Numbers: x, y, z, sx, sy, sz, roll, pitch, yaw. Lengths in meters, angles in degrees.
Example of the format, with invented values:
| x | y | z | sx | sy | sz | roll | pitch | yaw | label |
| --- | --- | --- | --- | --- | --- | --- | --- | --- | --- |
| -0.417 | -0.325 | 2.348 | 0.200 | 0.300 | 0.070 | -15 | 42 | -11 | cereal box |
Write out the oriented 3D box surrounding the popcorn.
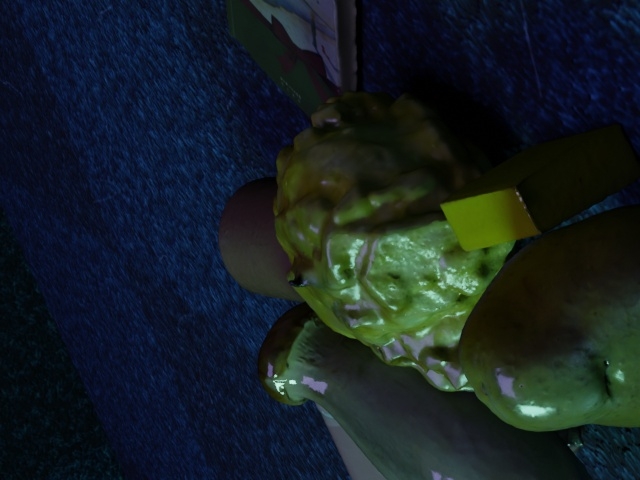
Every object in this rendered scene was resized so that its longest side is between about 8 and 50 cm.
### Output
| x | y | z | sx | sy | sz | roll | pitch | yaw | label |
| --- | --- | --- | --- | --- | --- | --- | --- | --- | --- |
| 0.057 | 0.008 | 1.328 | 0.266 | 0.192 | 0.233 | 60 | 162 | 14 | popcorn |

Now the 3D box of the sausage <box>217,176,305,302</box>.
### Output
| x | y | z | sx | sy | sz | roll | pitch | yaw | label |
| --- | --- | --- | --- | --- | --- | --- | --- | --- | --- |
| 0.000 | 0.000 | 1.565 | 0.253 | 0.123 | 0.123 | 4 | 122 | 64 | sausage |

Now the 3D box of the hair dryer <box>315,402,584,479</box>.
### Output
| x | y | z | sx | sy | sz | roll | pitch | yaw | label |
| --- | --- | --- | --- | --- | --- | --- | --- | --- | --- |
| 0.123 | 0.168 | 1.531 | 0.352 | 0.125 | 0.210 | 13 | 131 | 55 | hair dryer |

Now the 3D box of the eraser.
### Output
| x | y | z | sx | sy | sz | roll | pitch | yaw | label |
| --- | --- | --- | --- | --- | --- | --- | --- | --- | --- |
| 0.155 | -0.036 | 1.170 | 0.045 | 0.097 | 0.122 | 62 | 159 | -6 | eraser |

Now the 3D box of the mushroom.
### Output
| x | y | z | sx | sy | sz | roll | pitch | yaw | label |
| --- | --- | --- | --- | --- | --- | --- | --- | --- | --- |
| 0.093 | 0.160 | 1.380 | 0.350 | 0.128 | 0.128 | 31 | 148 | 31 | mushroom |

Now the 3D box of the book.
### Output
| x | y | z | sx | sy | sz | roll | pitch | yaw | label |
| --- | --- | --- | --- | --- | --- | --- | --- | --- | --- |
| -0.031 | -0.229 | 1.454 | 0.201 | 0.026 | 0.289 | 49 | 158 | 33 | book |

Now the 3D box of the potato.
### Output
| x | y | z | sx | sy | sz | roll | pitch | yaw | label |
| --- | --- | --- | --- | --- | --- | --- | --- | --- | --- |
| 0.187 | 0.061 | 1.091 | 0.157 | 0.194 | 0.157 | 56 | 161 | 31 | potato |
